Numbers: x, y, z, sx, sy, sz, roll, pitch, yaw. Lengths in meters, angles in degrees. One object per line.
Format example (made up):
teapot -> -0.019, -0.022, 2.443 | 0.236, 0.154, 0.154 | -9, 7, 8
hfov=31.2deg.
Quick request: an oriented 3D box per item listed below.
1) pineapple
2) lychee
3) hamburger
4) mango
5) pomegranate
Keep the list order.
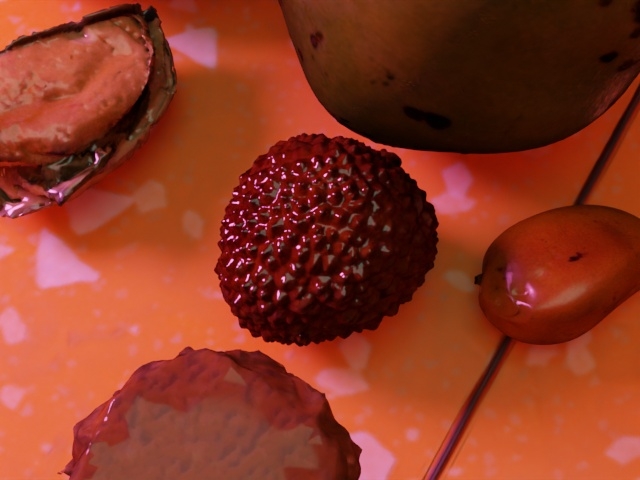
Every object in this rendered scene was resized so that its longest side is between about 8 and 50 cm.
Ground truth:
pineapple -> -0.049, 0.138, 0.531 | 0.128, 0.248, 0.128 | 2, 64, -4
lychee -> 0.001, 0.002, 0.654 | 0.123, 0.123, 0.129 | 33, 102, 13
hamburger -> -0.163, -0.065, 0.704 | 0.176, 0.087, 0.102 | -23, 82, -16
mango -> 0.147, 0.018, 0.671 | 0.114, 0.060, 0.080 | -19, 54, -4
pomegranate -> 0.099, -0.167, 0.656 | 0.270, 0.254, 0.254 | 1, 66, -26
